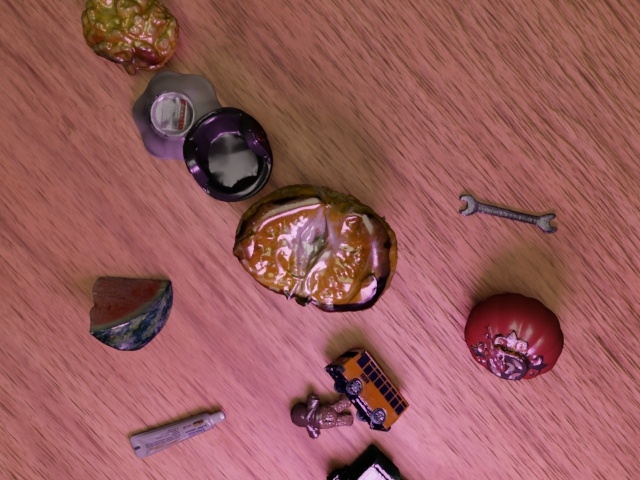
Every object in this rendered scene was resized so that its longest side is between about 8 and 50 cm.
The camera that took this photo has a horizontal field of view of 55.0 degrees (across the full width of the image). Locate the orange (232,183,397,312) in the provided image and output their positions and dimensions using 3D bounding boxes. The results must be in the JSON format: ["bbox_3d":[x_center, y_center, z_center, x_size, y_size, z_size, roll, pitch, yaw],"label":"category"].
[{"bbox_3d":[0.000,0.000,1.418,0.369,0.210,0.271,21,117,-1],"label":"orange"}]

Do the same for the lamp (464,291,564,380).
[{"bbox_3d":[0.451,0.231,1.445,0.227,0.227,0.227,0,96,0],"label":"lamp"}]

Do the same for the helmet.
[{"bbox_3d":[-0.206,-0.195,1.410,0.189,0.193,0.216,-24,91,5],"label":"helmet"}]

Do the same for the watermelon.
[{"bbox_3d":[-0.460,0.154,1.486,0.202,0.136,0.207,41,79,-10],"label":"watermelon"}]

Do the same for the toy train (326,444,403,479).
[{"bbox_3d":[0.167,0.667,1.529,0.330,0.138,0.178,44,90,-5],"label":"toy train"}]

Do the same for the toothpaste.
[{"bbox_3d":[-0.359,0.483,1.556,0.255,0.037,0.067,-22,101,5],"label":"toothpaste"}]

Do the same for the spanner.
[{"bbox_3d":[0.463,-0.064,1.514,0.255,0.015,0.054,13,93,-2],"label":"spanner"}]

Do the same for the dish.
[{"bbox_3d":[-0.343,-0.295,1.456,0.229,0.081,0.229,0,95,-1],"label":"dish"}]

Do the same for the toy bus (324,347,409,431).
[{"bbox_3d":[0.114,0.358,1.504,0.114,0.098,0.201,-40,95,-25],"label":"toy bus"}]

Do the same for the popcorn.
[{"bbox_3d":[-0.426,-0.476,1.392,0.218,0.189,0.169,8,88,5],"label":"popcorn"}]

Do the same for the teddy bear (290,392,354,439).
[{"bbox_3d":[0.005,0.438,1.532,0.160,0.078,0.119,-6,99,-1],"label":"teddy bear"}]
